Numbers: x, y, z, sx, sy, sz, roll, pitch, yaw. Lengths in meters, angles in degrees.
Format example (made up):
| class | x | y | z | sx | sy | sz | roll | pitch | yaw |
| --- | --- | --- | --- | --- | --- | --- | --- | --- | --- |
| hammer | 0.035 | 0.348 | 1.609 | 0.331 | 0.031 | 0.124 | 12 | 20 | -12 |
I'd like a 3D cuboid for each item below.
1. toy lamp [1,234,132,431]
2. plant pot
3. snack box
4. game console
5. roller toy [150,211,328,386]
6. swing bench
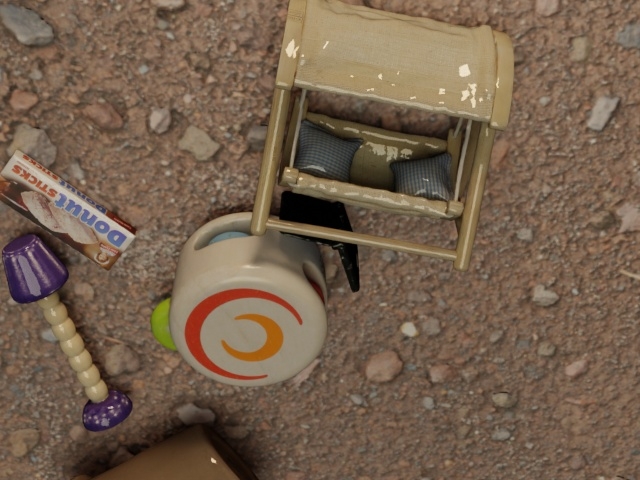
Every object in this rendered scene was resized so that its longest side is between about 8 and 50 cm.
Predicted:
| class | x | y | z | sx | sy | sz | roll | pitch | yaw |
| --- | --- | --- | --- | --- | --- | --- | --- | --- | --- |
| toy lamp | -0.329 | 0.119 | 1.395 | 0.080 | 0.080 | 0.274 | -15 | 115 | 7 |
| plant pot | -0.199 | 0.371 | 1.447 | 0.229 | 0.263 | 0.263 | -42 | 110 | -2 |
| snack box | -0.320 | -0.036 | 1.349 | 0.178 | 0.022 | 0.064 | 35 | 109 | -15 |
| game console | 0.000 | 0.000 | 1.312 | 0.071 | 0.122 | 0.107 | -15 | 115 | 8 |
| roller toy | -0.084 | 0.070 | 1.333 | 0.209 | 0.146 | 0.191 | 24 | 123 | -17 |
| swing bench | 0.067 | -0.128 | 1.227 | 0.253 | 0.165 | 0.254 | 9 | 115 | -4 |
